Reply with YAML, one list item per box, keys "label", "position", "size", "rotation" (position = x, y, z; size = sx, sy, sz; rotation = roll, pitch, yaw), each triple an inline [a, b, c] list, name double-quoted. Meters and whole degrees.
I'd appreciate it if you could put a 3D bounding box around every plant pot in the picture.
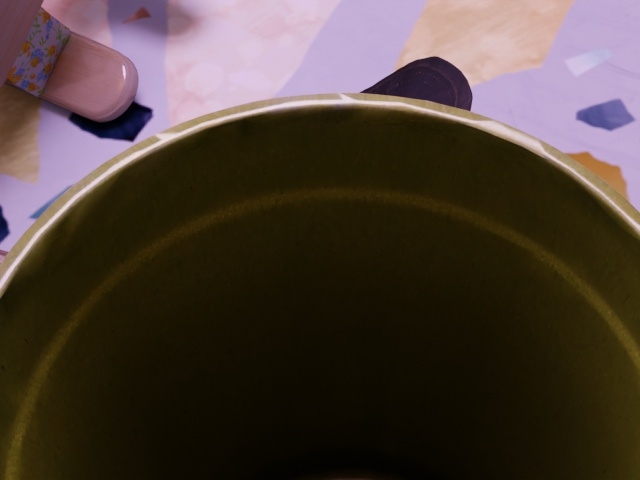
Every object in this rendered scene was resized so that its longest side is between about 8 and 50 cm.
- label: "plant pot"
  position: [0.013, 0.170, 0.732]
  size: [0.367, 0.353, 0.366]
  rotation: [-1, 55, 2]

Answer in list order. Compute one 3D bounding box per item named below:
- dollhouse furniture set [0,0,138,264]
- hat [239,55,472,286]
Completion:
- label: "dollhouse furniture set"
  position: [-0.238, -0.139, 0.966]
  size: [0.257, 0.362, 0.394]
  rotation: [24, 88, 19]
- label: "hat"
  position: [0.000, 0.000, 0.959]
  size: [0.331, 0.134, 0.331]
  rotation: [-28, 19, 10]
